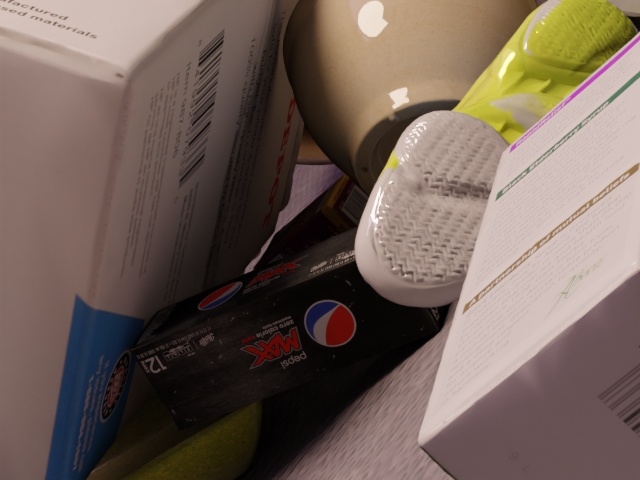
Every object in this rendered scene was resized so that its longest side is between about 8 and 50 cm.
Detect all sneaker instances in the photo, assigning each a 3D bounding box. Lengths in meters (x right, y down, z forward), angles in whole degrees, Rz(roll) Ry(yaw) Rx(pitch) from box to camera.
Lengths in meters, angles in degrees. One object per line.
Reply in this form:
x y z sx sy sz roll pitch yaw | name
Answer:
0.085 -0.028 1.046 0.240 0.091 0.126 -44 -6 -35 | sneaker

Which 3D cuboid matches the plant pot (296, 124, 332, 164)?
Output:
0.006 -0.166 1.560 0.256 0.256 0.274 -47 -7 -2 | plant pot

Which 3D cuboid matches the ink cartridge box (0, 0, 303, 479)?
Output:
-0.134 -0.066 1.206 0.395 0.166 0.285 -54 -20 -60 | ink cartridge box

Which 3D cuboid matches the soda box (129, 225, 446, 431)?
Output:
-0.015 0.044 1.086 0.169 0.060 0.053 -22 18 22 | soda box

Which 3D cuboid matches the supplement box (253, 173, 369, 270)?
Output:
0.000 0.000 1.386 0.083 0.043 0.055 -40 11 33 | supplement box

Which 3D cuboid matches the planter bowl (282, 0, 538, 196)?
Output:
0.061 -0.086 1.197 0.162 0.162 0.109 -41 37 31 | planter bowl

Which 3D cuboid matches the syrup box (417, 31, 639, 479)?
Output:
0.113 0.015 0.664 0.096 0.093 0.237 -42 10 26 | syrup box

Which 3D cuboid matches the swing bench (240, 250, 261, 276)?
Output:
-0.194 0.086 1.545 0.254 0.165 0.253 -49 9 17 | swing bench

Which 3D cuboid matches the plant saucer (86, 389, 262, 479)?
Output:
-0.115 0.136 1.197 0.188 0.045 0.188 -31 13 -1 | plant saucer

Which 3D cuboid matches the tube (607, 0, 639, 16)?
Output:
0.189 -0.179 1.275 0.070 0.062 0.240 -5 9 4 | tube
